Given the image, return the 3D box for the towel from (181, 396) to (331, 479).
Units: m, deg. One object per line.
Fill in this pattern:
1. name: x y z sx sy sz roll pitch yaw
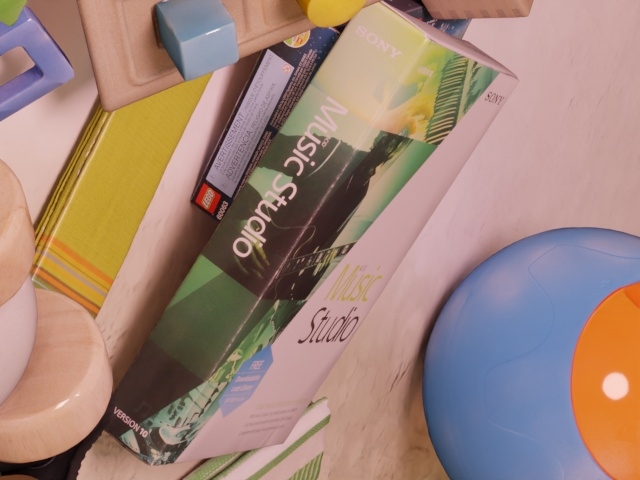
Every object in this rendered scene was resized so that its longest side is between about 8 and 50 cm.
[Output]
1. towel: -0.088 0.294 1.494 0.248 0.038 0.325 -34 141 -51

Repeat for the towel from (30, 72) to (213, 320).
1. towel: -0.132 -0.018 1.149 0.237 0.021 0.102 -65 160 -9

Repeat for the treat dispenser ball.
1. treat dispenser ball: 0.234 0.132 1.736 0.288 0.288 0.288 -47 149 -41

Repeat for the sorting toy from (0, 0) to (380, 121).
1. sorting toy: -0.032 -0.143 0.981 0.348 0.047 0.196 -24 152 -12

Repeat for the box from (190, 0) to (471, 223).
1. box: 0.018 -0.103 1.323 0.233 0.044 0.159 -26 148 -58

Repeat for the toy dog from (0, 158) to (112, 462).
1. toy dog: -0.252 0.071 0.849 0.334 0.161 0.220 -26 138 -38

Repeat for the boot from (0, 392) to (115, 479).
1. boot: -0.181 0.124 1.124 0.099 0.045 0.121 -6 139 -49

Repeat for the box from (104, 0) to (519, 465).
1. box: 0.000 0.000 1.294 0.322 0.058 0.232 -59 163 9

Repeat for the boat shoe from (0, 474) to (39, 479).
1. boat shoe: -0.225 0.174 1.034 0.073 0.080 0.223 -39 160 28

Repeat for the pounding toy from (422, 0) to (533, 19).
1. pounding toy: 0.081 -0.236 1.254 0.141 0.100 0.130 50 50 -48
